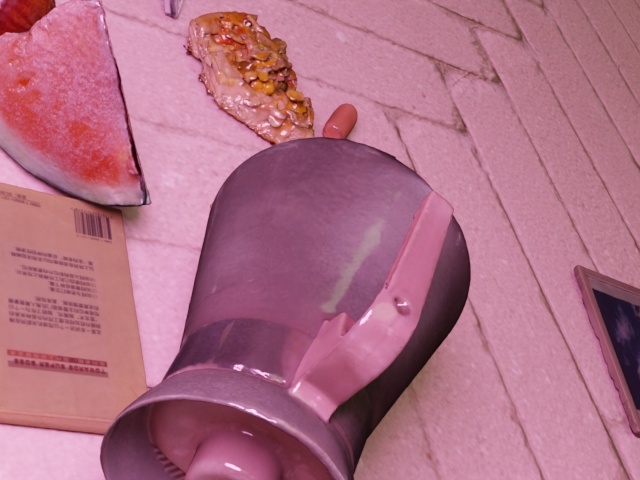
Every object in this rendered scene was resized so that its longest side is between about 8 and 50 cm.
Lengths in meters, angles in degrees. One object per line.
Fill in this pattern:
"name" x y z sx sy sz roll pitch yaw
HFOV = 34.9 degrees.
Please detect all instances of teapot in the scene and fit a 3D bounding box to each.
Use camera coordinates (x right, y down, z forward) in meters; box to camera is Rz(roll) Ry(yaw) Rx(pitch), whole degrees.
"teapot" -0.005 0.077 0.843 0.253 0.300 0.344 37 39 -11

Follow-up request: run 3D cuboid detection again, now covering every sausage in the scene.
"sausage" 0.026 -0.151 1.323 0.034 0.034 0.083 40 35 -7

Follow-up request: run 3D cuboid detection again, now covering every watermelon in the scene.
"watermelon" -0.231 -0.113 0.930 0.136 0.202 0.207 -33 59 -15

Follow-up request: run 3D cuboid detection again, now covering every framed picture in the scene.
"framed picture" 0.470 0.173 1.459 0.208 0.019 0.281 18 44 -33

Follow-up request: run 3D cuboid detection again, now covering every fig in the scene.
"fig" -0.307 -0.221 1.010 0.153 0.119 0.119 51 27 -37

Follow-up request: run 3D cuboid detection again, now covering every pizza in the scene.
"pizza" -0.076 -0.202 1.244 0.147 0.069 0.226 6 51 -45

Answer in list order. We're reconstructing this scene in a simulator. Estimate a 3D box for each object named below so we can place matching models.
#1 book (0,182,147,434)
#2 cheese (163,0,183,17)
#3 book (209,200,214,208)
"book" -0.230 0.054 0.868 0.161 0.026 0.231 14 45 -35
"cheese" -0.169 -0.376 1.313 0.049 0.127 0.235 10 57 0
"book" -0.001 0.000 1.159 0.241 0.018 0.170 -19 70 -52
